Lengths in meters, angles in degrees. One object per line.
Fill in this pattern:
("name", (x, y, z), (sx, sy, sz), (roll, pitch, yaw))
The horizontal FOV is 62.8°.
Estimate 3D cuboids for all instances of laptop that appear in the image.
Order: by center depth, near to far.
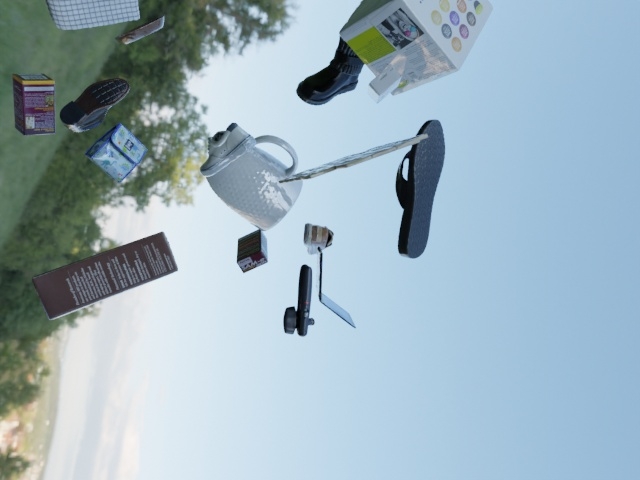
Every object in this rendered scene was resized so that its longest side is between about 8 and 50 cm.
("laptop", (0.055, 0.164, 1.907), (0.234, 0.137, 0.264), (-127, -141, -84))

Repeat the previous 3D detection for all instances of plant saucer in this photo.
("plant saucer", (-0.558, -0.651, 1.634), (0.029, 0.169, 0.168), (66, -6, -30))

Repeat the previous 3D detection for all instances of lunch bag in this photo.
("lunch bag", (-0.661, -0.287, 1.715), (0.096, 0.128, 0.151), (22, -111, 46))

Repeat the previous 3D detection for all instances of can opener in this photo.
("can opener", (-0.043, 0.152, 1.307), (0.059, 0.073, 0.185), (29, -68, 59))

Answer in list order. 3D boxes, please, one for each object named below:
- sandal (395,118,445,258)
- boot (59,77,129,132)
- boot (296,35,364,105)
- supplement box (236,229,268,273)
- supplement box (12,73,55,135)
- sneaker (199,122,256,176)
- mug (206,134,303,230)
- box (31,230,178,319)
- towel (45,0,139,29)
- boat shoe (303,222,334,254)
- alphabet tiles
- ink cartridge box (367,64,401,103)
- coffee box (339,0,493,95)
("sandal", (0.292, -0.166, 1.669), (0.107, 0.168, 0.445), (16, -80, 40))
("boot", (-0.661, -0.397, 1.544), (0.219, 0.082, 0.106), (-38, -175, -20))
("boot", (0.063, -0.714, 2.138), (0.131, 0.348, 0.260), (47, -36, 13))
("supplement box", (-0.318, 0.045, 2.451), (0.239, 0.130, 0.073), (-102, 166, -63))
("supplement box", (-0.958, -0.455, 1.756), (0.081, 0.104, 0.188), (33, -57, 30))
("sneaker", (-0.273, -0.256, 1.459), (0.258, 0.091, 0.094), (-22, -160, 48))
("mug", (-0.249, -0.263, 2.070), (0.374, 0.328, 0.276), (-38, -152, 31))
("box", (-0.642, 0.104, 1.597), (0.143, 0.382, 0.191), (70, -19, -2))
("towel", (-0.743, -0.825, 1.684), (0.121, 0.284, 0.235), (52, -29, 29))
("boat shoe", (0.000, 0.000, 2.293), (0.324, 0.117, 0.122), (48, 44, -82))
("alphabet tiles", (0.065, -0.181, 1.178), (0.343, 0.285, 0.011), (9, -61, 69))
("ink cartridge box", (0.191, -0.469, 1.583), (0.089, 0.052, 0.122), (-41, 180, 5))
("coffee box", (0.343, -0.787, 1.887), (0.338, 0.334, 0.337), (-5, -130, 57))
